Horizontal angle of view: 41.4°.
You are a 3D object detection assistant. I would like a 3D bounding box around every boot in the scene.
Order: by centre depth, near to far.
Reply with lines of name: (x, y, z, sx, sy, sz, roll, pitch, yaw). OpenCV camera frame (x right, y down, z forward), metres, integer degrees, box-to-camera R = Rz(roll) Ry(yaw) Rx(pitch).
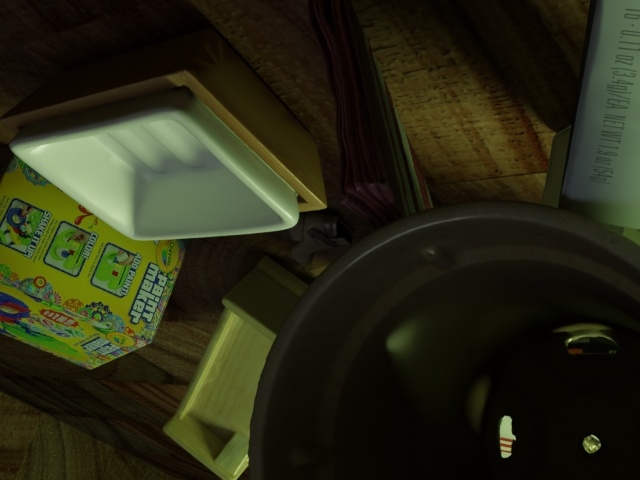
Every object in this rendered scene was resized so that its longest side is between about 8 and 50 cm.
boot: (0.000, 0.000, 1.096, 0.087, 0.042, 0.118, -3, 155, 20)

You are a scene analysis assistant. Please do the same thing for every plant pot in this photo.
plant pot: (0.169, 0.162, 0.640, 0.334, 0.333, 0.305, 0, 171, 32)

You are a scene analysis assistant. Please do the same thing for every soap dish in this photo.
soap dish: (-0.162, -0.103, 0.904, 0.291, 0.118, 0.229, -5, 146, 37)

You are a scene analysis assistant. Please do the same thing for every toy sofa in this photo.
toy sofa: (-0.097, 0.193, 1.307, 0.150, 0.177, 0.362, 35, 130, 9)

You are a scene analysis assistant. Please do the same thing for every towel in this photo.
towel: (0.067, -0.047, 0.753, 0.037, 0.237, 0.329, -17, 144, 12)

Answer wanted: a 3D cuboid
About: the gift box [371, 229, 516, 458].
gift box: (0.141, 0.144, 1.041, 0.277, 0.258, 0.255, 4, 150, 23)

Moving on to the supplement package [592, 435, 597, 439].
supplement package: (0.484, 0.203, 1.033, 0.293, 0.177, 0.175, 34, 149, -30)

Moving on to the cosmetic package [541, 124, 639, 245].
cosmetic package: (0.354, 0.015, 0.773, 0.310, 0.160, 0.113, 27, 152, -20)

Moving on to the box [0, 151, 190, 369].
box: (-0.396, 0.045, 1.271, 0.279, 0.177, 0.290, 28, 152, -22)

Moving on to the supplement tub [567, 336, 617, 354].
supplement tub: (0.315, 0.111, 0.945, 0.117, 0.190, 0.117, 13, 154, 7)

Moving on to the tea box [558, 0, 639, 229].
tea box: (0.301, -0.157, 0.398, 0.324, 0.219, 0.329, 9, 153, 16)

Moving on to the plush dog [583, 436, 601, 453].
plush dog: (0.437, 0.289, 1.254, 0.262, 0.210, 0.225, 38, 124, -13)
